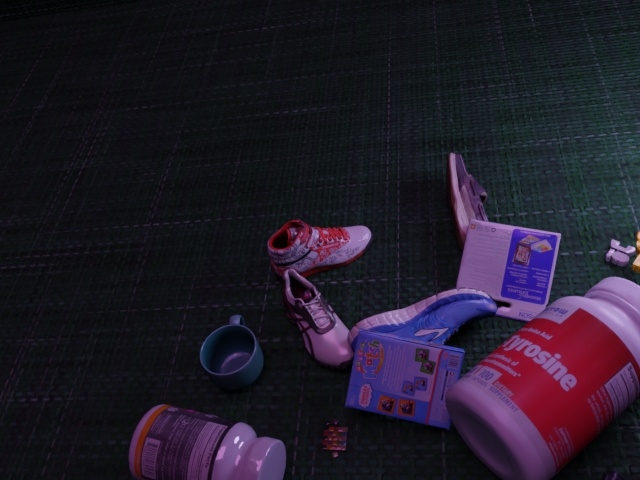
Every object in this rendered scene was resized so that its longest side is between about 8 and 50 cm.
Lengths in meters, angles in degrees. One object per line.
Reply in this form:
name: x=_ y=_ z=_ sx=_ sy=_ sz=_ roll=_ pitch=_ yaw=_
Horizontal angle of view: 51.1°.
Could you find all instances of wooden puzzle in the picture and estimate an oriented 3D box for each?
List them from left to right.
wooden puzzle: x=0.030 y=0.406 z=1.373 sx=0.049 sy=0.006 sz=0.083 roll=-2 pitch=49 yaw=13

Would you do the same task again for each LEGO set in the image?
LEGO set: x=0.722 y=0.056 z=1.447 sx=0.227 sy=0.087 sz=0.093 roll=28 pitch=61 yaw=34

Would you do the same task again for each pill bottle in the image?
pill bottle: x=-0.220 y=0.427 z=1.316 sx=0.279 sy=0.162 sz=0.162 roll=7 pitch=52 yaw=20
pill bottle: x=0.453 y=0.252 z=1.248 sx=0.408 sy=0.229 sz=0.229 roll=-35 pitch=50 yaw=-16

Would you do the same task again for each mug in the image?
mug: x=-0.185 y=0.258 z=1.499 sx=0.130 sy=0.097 sz=0.157 roll=23 pitch=58 yaw=31

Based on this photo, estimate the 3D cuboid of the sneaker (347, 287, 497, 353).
sneaker: x=0.231 y=0.207 z=1.437 sx=0.330 sy=0.129 sz=0.147 roll=-19 pitch=67 yaw=-7

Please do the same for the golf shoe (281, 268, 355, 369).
golf shoe: x=-0.013 y=0.178 z=1.512 sx=0.105 sy=0.120 sz=0.273 roll=-32 pitch=51 yaw=-16

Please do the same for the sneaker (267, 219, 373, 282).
sneaker: x=0.000 y=0.001 z=1.645 sx=0.270 sy=0.145 sz=0.090 roll=-23 pitch=48 yaw=-6

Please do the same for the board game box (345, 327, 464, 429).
board game box: x=0.167 y=0.275 z=1.342 sx=0.212 sy=0.039 sz=0.160 roll=11 pitch=94 yaw=7

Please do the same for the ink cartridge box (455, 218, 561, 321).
ink cartridge box: x=0.418 y=0.069 z=1.515 sx=0.206 sy=0.045 sz=0.208 roll=11 pitch=85 yaw=23

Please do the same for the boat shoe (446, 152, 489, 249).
boat shoe: x=0.370 y=-0.103 z=1.675 sx=0.093 sy=0.102 sz=0.285 roll=-5 pitch=52 yaw=4

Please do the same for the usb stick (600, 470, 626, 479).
usb stick: x=0.450 y=0.518 z=1.122 sx=0.278 sy=0.077 sz=0.045 roll=-50 pitch=17 yaw=-27
